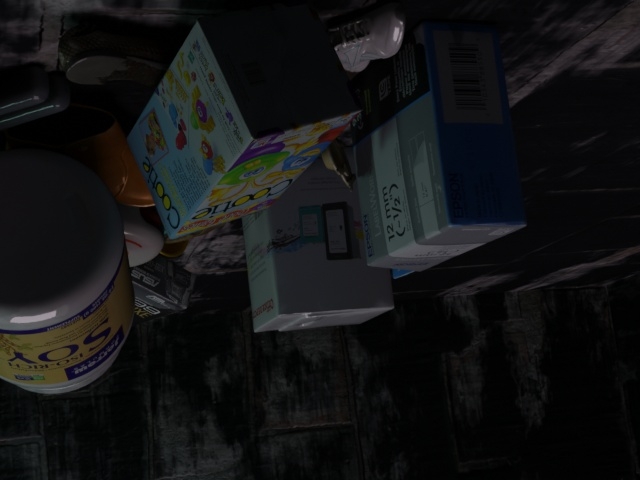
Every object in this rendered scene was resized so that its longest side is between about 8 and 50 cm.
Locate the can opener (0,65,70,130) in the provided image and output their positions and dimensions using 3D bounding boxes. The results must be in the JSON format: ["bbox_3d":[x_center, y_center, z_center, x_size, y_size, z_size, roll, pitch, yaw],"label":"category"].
[{"bbox_3d":[-0.427,-0.139,1.359,0.280,0.093,0.074,-17,165,25],"label":"can opener"}]

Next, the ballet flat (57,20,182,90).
[{"bbox_3d":[-0.193,-0.204,1.252,0.084,0.058,0.250,-36,159,34],"label":"ballet flat"}]

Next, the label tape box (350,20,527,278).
[{"bbox_3d":[0.114,-0.098,1.429,0.115,0.249,0.347,-2,168,-25],"label":"label tape box"}]

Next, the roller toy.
[{"bbox_3d":[-0.331,-0.050,1.701,0.209,0.146,0.191,11,156,-30],"label":"roller toy"}]

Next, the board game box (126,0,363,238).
[{"bbox_3d":[-0.094,-0.130,1.251,0.142,0.144,0.275,-18,168,-31],"label":"board game box"}]

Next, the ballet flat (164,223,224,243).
[{"bbox_3d":[-0.193,-0.056,1.853,0.124,0.116,0.342,-6,173,-22],"label":"ballet flat"}]

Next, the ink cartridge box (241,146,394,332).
[{"bbox_3d":[-0.013,0.003,1.837,0.197,0.270,0.198,-3,169,-16],"label":"ink cartridge box"}]

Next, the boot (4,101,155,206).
[{"bbox_3d":[-0.271,-0.121,1.496,0.295,0.104,0.211,-6,165,-14],"label":"boot"}]

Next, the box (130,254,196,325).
[{"bbox_3d":[-0.422,0.053,2.072,0.307,0.077,0.242,31,150,-29],"label":"box"}]

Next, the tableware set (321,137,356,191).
[{"bbox_3d":[0.011,-0.142,1.391,0.020,0.169,0.141,-19,178,14],"label":"tableware set"}]

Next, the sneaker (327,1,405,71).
[{"bbox_3d":[0.044,-0.226,1.250,0.061,0.054,0.152,2,167,-27],"label":"sneaker"}]

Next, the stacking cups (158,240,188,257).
[{"bbox_3d":[-0.385,0.011,2.162,0.096,0.096,0.316,4,168,-43],"label":"stacking cups"}]

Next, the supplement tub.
[{"bbox_3d":[-0.370,0.055,1.467,0.241,0.241,0.331,-5,155,-7],"label":"supplement tub"}]
